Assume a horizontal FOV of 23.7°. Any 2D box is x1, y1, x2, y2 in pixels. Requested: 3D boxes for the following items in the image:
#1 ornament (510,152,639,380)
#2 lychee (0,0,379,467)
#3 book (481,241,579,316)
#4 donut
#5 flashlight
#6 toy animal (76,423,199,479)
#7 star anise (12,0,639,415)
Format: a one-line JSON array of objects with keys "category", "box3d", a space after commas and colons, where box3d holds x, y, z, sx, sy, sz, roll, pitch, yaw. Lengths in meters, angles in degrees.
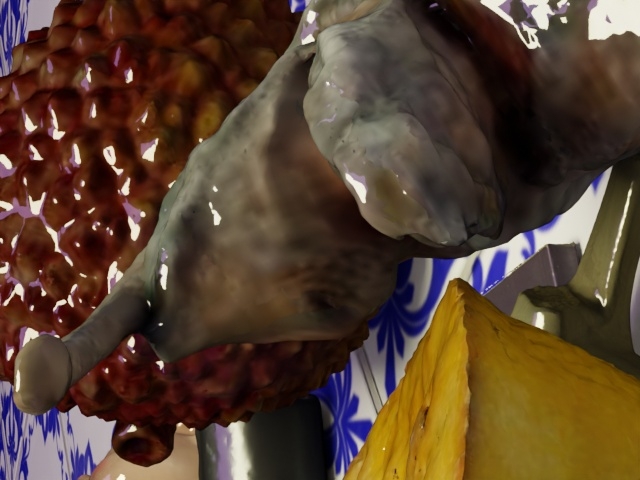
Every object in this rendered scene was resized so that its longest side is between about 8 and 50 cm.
[{"category": "ornament", "box3d": [0.124, 0.082, 0.696, 0.230, 0.061, 0.244, 50, 134, 51]}, {"category": "lychee", "box3d": [-0.095, -0.018, 0.995, 0.306, 0.306, 0.330, -164, 81, -70]}, {"category": "book", "box3d": [0.115, 0.135, 0.814, 0.157, 0.026, 0.231, 135, 131, -60]}, {"category": "donut", "box3d": [0.055, 0.157, 0.577, 0.277, 0.108, 0.277, -165, 90, -82]}, {"category": "flashlight", "box3d": [-0.029, 0.321, 1.123, 0.103, 0.103, 0.424, 153, 113, -68]}, {"category": "toy animal", "box3d": [-0.143, 0.275, 1.364, 0.165, 0.149, 0.248, -58, 28, 34]}, {"category": "star anise", "box3d": [0.043, -0.056, 0.605, 0.139, 0.316, 0.359, 54, -170, 0]}]
